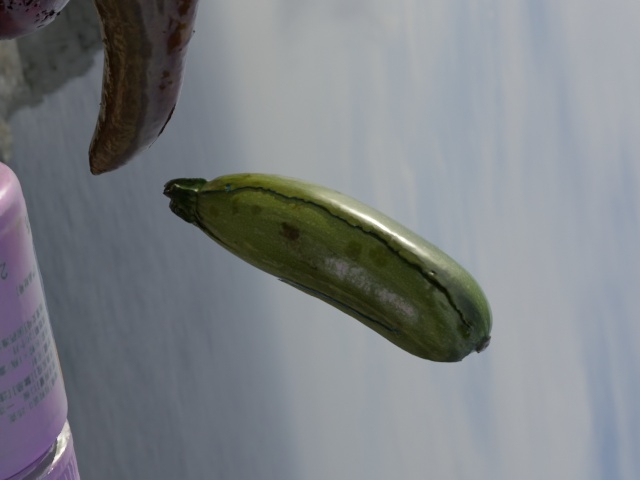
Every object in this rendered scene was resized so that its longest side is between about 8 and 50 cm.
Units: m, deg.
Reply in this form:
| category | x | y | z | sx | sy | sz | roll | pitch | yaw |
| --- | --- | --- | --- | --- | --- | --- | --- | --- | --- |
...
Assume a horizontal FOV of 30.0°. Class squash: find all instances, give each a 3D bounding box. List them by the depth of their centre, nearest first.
| category | x | y | z | sx | sy | sz | roll | pitch | yaw |
| --- | --- | --- | --- | --- | --- | --- | --- | --- | --- |
| squash | 0.000 | 0.000 | 1.006 | 0.094 | 0.341 | 0.094 | -41 | 145 | -37 |

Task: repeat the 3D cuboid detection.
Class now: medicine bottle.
| category | x | y | z | sx | sy | sz | roll | pitch | yaw |
| --- | --- | --- | --- | --- | --- | --- | --- | --- | --- |
| medicine bottle | -0.287 | 0.095 | 0.895 | 0.178 | 0.178 | 0.290 | -104 | -173 | -63 |

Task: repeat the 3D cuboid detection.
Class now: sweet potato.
| category | x | y | z | sx | sy | sz | roll | pitch | yaw |
| --- | --- | --- | --- | --- | --- | --- | --- | --- | --- |
| sweet potato | -0.091 | -0.139 | 0.531 | 0.058 | 0.078 | 0.255 | -50 | 142 | -51 |

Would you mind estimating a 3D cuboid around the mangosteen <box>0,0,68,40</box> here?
| category | x | y | z | sx | sy | sz | roll | pitch | yaw |
| --- | --- | --- | --- | --- | --- | --- | --- | --- | --- |
| mangosteen | -0.289 | -0.255 | 1.069 | 0.180 | 0.166 | 0.166 | -22 | 102 | -82 |
